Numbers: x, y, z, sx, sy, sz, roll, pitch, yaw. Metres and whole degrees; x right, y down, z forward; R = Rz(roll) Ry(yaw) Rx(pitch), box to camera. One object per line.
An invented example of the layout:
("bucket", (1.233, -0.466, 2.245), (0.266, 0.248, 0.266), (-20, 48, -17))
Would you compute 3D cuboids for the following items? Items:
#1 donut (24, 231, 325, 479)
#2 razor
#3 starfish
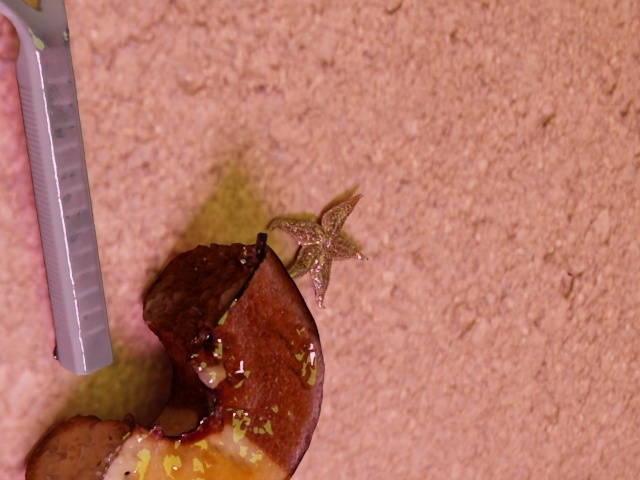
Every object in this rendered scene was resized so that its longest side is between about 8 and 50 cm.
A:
("donut", (-0.087, 0.113, 0.984), (0.217, 0.085, 0.141), (-53, 129, -20))
("razor", (-0.156, -0.051, 0.908), (0.111, 0.056, 0.277), (-25, 114, -38))
("starfish", (0.000, 0.000, 1.089), (0.092, 0.016, 0.086), (28, 78, -39))
